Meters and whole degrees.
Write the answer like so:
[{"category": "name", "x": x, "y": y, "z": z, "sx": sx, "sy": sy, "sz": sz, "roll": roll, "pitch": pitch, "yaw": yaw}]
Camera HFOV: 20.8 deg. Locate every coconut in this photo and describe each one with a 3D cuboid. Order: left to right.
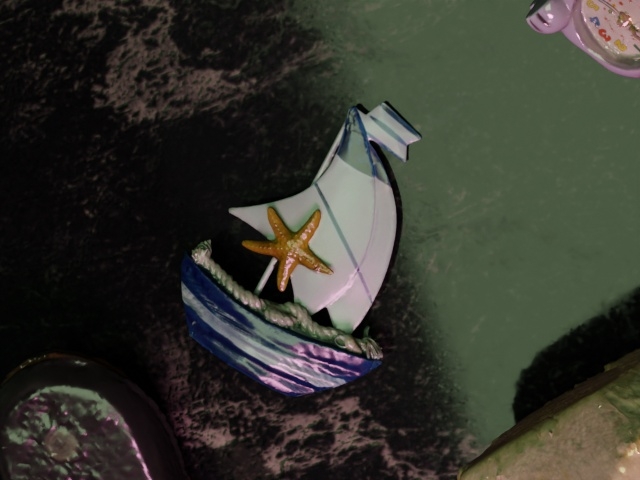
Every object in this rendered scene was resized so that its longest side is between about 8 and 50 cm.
[{"category": "coconut", "x": 0.284, "y": 0.275, "z": 1.520, "sx": 0.297, "sy": 0.297, "sz": 0.309, "roll": -34, "pitch": 85, "yaw": 19}]

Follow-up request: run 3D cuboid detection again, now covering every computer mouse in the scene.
[{"category": "computer mouse", "x": -0.216, "y": 0.253, "z": 1.748, "sx": 0.183, "sy": 0.116, "sz": 0.323, "roll": -15, "pitch": 104, "yaw": 15}]

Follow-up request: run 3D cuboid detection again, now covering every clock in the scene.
[{"category": "clock", "x": 0.323, "y": -0.168, "z": 1.498, "sx": 0.189, "sy": 0.189, "sz": 0.254, "roll": -38, "pitch": 96, "yaw": 19}]

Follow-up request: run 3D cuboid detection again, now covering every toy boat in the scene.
[{"category": "toy boat", "x": 0.000, "y": 0.000, "z": 1.681, "sx": 0.220, "sy": 0.067, "sz": 0.291, "roll": 31, "pitch": 96, "yaw": 8}]
